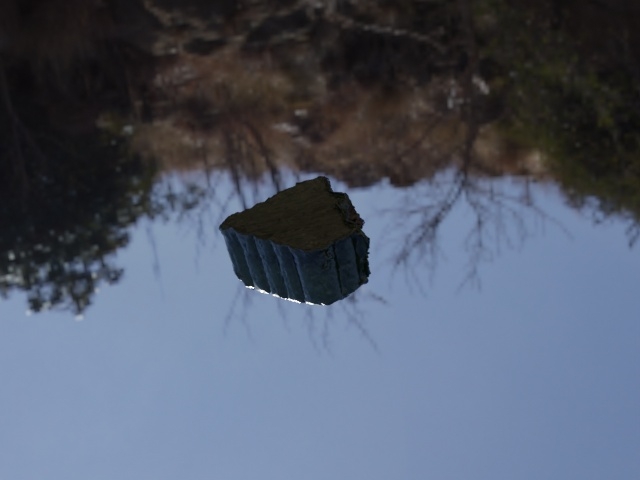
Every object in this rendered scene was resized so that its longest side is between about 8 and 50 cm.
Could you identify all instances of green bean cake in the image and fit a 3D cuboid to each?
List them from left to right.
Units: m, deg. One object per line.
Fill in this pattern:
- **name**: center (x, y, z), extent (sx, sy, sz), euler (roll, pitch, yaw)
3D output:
- **green bean cake**: center (0.000, 0.000, 1.618), extent (0.193, 0.107, 0.208), euler (-26, -155, -34)
